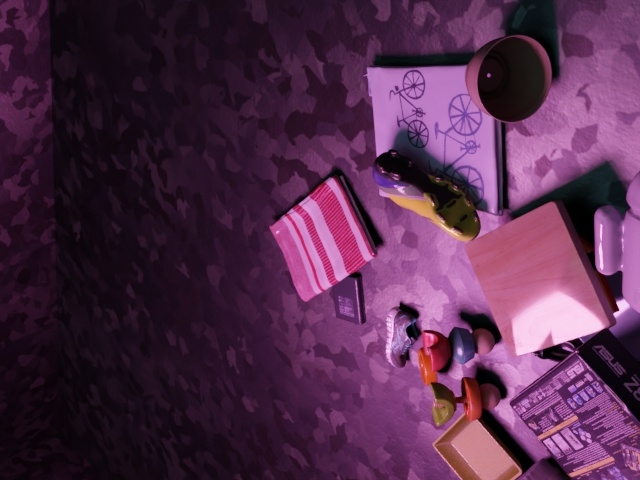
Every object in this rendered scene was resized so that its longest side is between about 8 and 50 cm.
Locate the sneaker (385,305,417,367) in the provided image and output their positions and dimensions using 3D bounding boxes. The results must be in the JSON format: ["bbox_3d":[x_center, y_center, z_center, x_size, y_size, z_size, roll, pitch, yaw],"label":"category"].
[{"bbox_3d":[0.207,0.249,2.019,0.076,0.065,0.167,14,119,38],"label":"sneaker"}]

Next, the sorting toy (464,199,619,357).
[{"bbox_3d":[0.448,0.075,1.615,0.257,0.089,0.256,-32,77,52],"label":"sorting toy"}]

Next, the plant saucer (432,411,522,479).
[{"bbox_3d":[0.388,0.518,1.967,0.188,0.045,0.188,49,137,18],"label":"plant saucer"}]

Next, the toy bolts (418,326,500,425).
[{"bbox_3d":[0.325,0.285,1.895,0.218,0.158,0.229,-102,4,-58],"label":"toy bolts"}]

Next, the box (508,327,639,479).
[{"bbox_3d":[0.558,0.373,1.581,0.318,0.097,0.395,52,160,17],"label":"box"}]

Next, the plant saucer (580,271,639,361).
[{"bbox_3d":[0.584,0.145,1.591,0.195,0.037,0.195,21,122,40],"label":"plant saucer"}]

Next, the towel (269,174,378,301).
[{"bbox_3d":[0.000,0.000,2.115,0.329,0.037,0.237,-36,75,48],"label":"towel"}]

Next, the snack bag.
[{"bbox_3d":[0.246,-0.223,1.772,0.342,0.037,0.323,10,115,43],"label":"snack bag"}]

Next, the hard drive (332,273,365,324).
[{"bbox_3d":[0.072,0.149,2.138,0.094,0.022,0.135,13,117,43],"label":"hard drive"}]

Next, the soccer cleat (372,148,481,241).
[{"bbox_3d":[0.233,-0.090,1.772,0.289,0.093,0.121,39,162,22],"label":"soccer cleat"}]

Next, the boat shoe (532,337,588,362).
[{"bbox_3d":[0.475,0.216,1.718,0.206,0.065,0.075,10,115,43],"label":"boat shoe"}]

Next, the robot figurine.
[{"bbox_3d":[0.619,0.003,1.365,0.299,0.200,0.354,0,111,17],"label":"robot figurine"}]

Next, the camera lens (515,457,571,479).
[{"bbox_3d":[0.512,0.647,1.767,0.274,0.219,0.219,48,136,19],"label":"camera lens"}]

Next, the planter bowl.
[{"bbox_3d":[0.345,-0.314,1.554,0.109,0.162,0.162,-141,40,-65],"label":"planter bowl"}]
